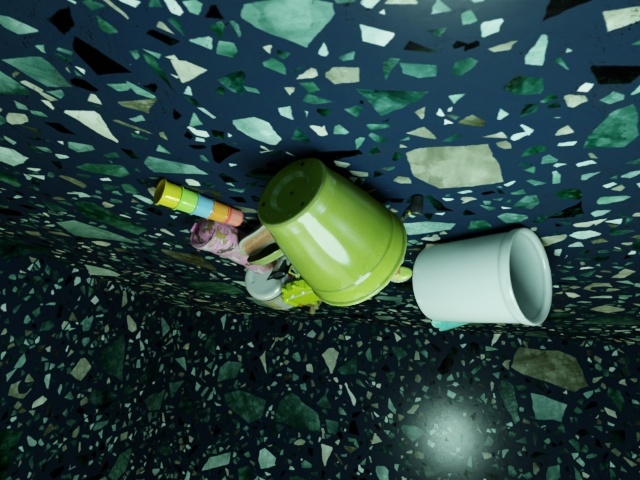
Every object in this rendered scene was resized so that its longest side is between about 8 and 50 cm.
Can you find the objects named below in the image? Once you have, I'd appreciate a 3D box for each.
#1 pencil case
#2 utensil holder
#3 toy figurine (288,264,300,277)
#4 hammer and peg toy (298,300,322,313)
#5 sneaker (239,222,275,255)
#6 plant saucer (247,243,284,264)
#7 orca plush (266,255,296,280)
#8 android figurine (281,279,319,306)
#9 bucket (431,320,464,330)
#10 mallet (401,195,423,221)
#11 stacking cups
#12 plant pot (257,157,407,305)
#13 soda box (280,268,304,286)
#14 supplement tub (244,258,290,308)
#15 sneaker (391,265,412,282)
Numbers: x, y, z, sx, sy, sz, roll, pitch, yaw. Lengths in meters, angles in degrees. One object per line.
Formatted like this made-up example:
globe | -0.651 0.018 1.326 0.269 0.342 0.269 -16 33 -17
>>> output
pencil case | -0.355 0.020 1.831 0.167 0.160 0.386 -26 146 26
utensil holder | 0.580 0.144 1.593 0.327 0.328 0.385 23 157 -37
toy figurine | -0.034 0.126 1.983 0.362 0.191 0.217 20 162 -28
hammer and peg toy | -0.123 0.359 2.743 0.266 0.127 0.361 11 160 -3
sneaker | -0.181 -0.045 1.686 0.302 0.121 0.108 -23 111 27
plant saucer | -0.177 0.031 1.715 0.241 0.241 0.037 -14 112 46
orca plush | -0.140 0.117 1.896 0.102 0.151 0.287 36 -172 -5
android figurine | -0.068 0.248 2.039 0.248 0.056 0.273 -21 150 29
bucket | 0.616 0.269 2.015 0.281 0.281 0.183 23 146 -37
mallet | 0.298 -0.103 1.437 0.039 0.062 0.190 10 175 -2
stacking cups | -0.428 -0.129 1.563 0.316 0.096 0.096 17 159 -39
plant pot | 0.014 -0.048 1.288 0.366 0.366 0.353 -8 144 37
soda box | -0.098 0.215 2.154 0.091 0.098 0.286 2 156 20
supplement tub | -0.231 0.230 2.264 0.228 0.228 0.316 1 160 18
sneaker | 0.326 0.143 2.039 0.208 0.081 0.094 3 158 13
